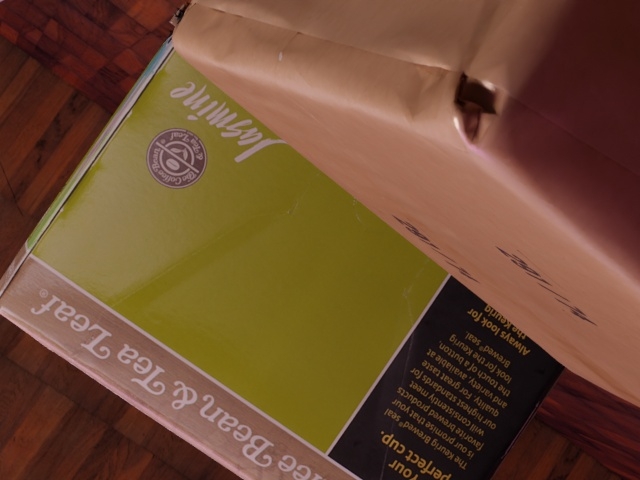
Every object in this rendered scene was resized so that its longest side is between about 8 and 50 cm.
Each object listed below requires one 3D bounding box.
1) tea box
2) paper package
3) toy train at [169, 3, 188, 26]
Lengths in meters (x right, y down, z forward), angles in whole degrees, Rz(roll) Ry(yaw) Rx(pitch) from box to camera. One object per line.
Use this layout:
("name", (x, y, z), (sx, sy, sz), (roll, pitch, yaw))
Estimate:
("tea box", (0.000, 0.000, 1.093), (0.329, 0.323, 0.220), (36, 175, -10))
("paper package", (0.135, -0.047, 0.706), (0.325, 0.168, 0.309), (37, 176, -28))
("toy train", (-0.094, -0.188, 1.605), (0.158, 0.027, 0.036), (38, -176, -39))
